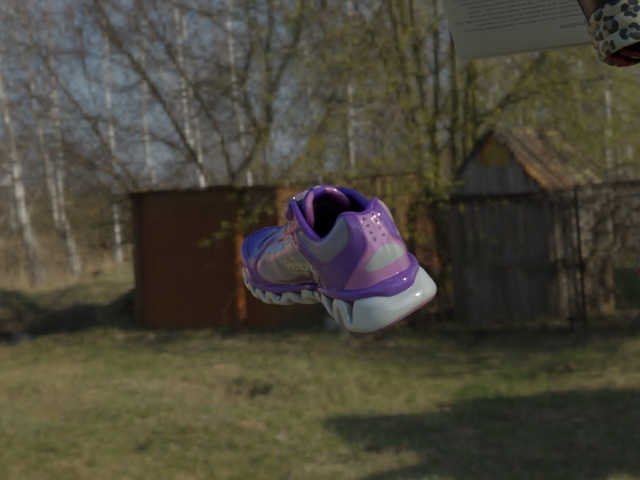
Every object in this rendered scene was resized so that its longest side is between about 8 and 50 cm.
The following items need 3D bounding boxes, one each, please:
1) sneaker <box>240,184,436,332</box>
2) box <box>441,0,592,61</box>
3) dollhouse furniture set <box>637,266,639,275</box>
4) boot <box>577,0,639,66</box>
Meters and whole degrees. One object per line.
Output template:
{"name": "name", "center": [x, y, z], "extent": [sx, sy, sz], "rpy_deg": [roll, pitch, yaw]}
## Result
{"name": "sneaker", "center": [0.000, 0.000, 0.914], "extent": [0.095, 0.105, 0.236], "rpy_deg": [-31, 20, -24]}
{"name": "box", "center": [0.251, -0.301, 1.237], "extent": [0.181, 0.119, 0.181], "rpy_deg": [-2, 33, 33]}
{"name": "dollhouse furniture set", "center": [0.481, 0.007, 0.935], "extent": [0.201, 0.152, 0.374], "rpy_deg": [-6, 2, -35]}
{"name": "boot", "center": [0.242, -0.226, 0.875], "extent": [0.085, 0.179, 0.236], "rpy_deg": [-23, -7, 31]}
